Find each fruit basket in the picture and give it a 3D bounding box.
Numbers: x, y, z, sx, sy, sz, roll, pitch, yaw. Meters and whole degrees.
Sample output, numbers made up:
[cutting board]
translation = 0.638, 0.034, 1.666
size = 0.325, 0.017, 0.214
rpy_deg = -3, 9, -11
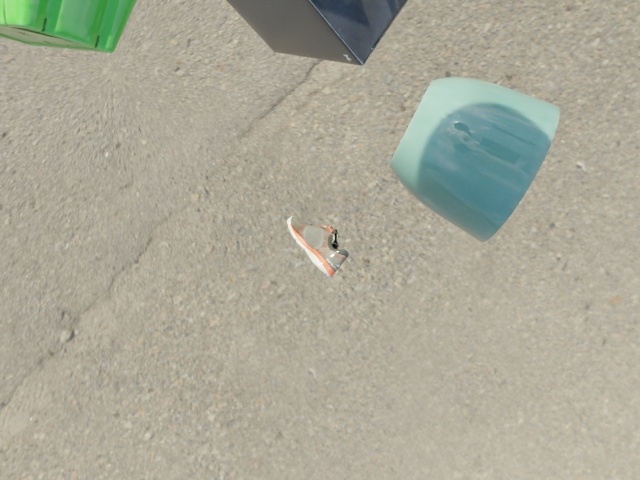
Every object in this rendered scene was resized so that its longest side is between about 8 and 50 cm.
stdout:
[fruit basket]
translation = -0.469, -0.531, 1.011
size = 0.282, 0.392, 0.392
rpy_deg = 0, 108, -55

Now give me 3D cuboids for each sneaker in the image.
[sneaker]
translation = 0.000, 0.000, 0.966
size = 0.065, 0.158, 0.061
rpy_deg = -40, 136, 0

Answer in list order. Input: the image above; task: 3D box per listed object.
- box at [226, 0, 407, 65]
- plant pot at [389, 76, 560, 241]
[box]
translation = 0.020, -0.483, 0.995
size = 0.182, 0.296, 0.294
rpy_deg = 36, 85, -40
[plant pot]
translation = 0.276, -0.178, 1.127
size = 0.235, 0.293, 0.293
rpy_deg = 27, 96, 2
